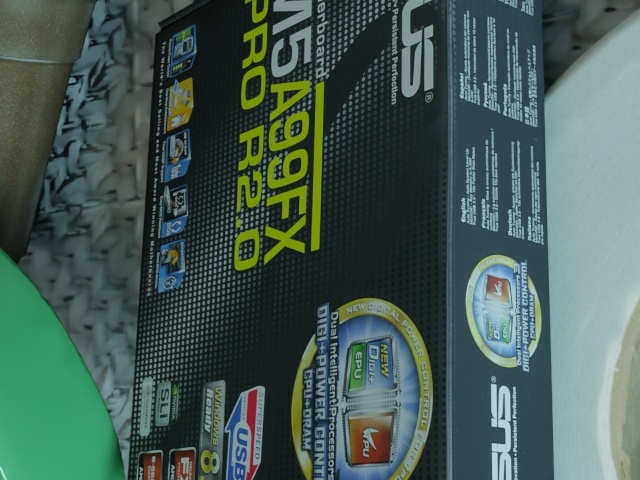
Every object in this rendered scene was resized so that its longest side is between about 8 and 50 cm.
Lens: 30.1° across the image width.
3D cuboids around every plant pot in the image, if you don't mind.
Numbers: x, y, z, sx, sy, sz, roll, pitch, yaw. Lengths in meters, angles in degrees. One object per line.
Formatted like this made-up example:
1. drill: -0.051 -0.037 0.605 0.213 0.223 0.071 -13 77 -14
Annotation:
1. plant pot: -0.217 -0.076 0.672 0.167 0.167 0.165 18 104 29

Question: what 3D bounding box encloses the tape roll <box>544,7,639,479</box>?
1. tape roll: 0.216 0.070 0.424 0.392 0.072 0.391 -9 74 33

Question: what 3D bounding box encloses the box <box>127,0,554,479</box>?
1. box: 0.000 0.000 0.528 0.216 0.060 0.270 -15 68 49

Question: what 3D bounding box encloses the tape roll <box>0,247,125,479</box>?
1. tape roll: -0.256 0.103 0.635 0.321 0.077 0.321 13 122 23
